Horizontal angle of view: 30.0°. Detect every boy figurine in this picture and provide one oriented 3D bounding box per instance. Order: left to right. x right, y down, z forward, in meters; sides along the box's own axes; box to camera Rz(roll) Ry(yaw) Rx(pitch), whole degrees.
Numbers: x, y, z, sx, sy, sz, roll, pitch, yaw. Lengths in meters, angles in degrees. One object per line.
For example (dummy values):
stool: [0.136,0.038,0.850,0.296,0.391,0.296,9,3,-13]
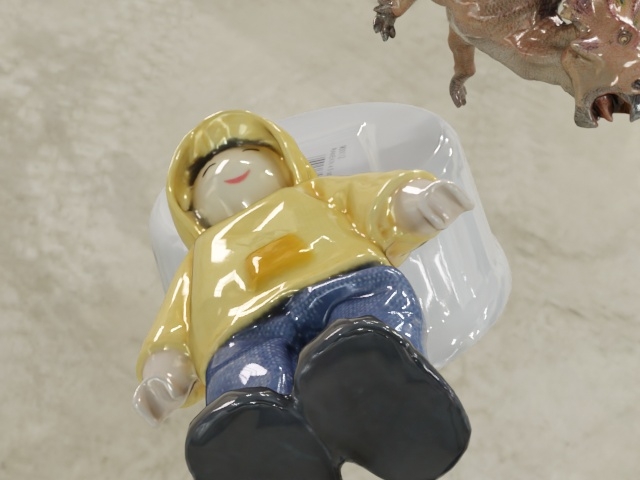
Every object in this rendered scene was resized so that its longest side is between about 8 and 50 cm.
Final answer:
boy figurine: [-0.012,0.015,0.561,0.092,0.177,0.285,54,8,-28]

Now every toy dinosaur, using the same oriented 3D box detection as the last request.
toy dinosaur: [0.139,-0.211,0.843,0.127,0.200,0.296,-16,89,-59]

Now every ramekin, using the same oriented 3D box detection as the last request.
ramekin: [0.000,0.000,0.935,0.277,0.135,0.277,-14,25,7]
